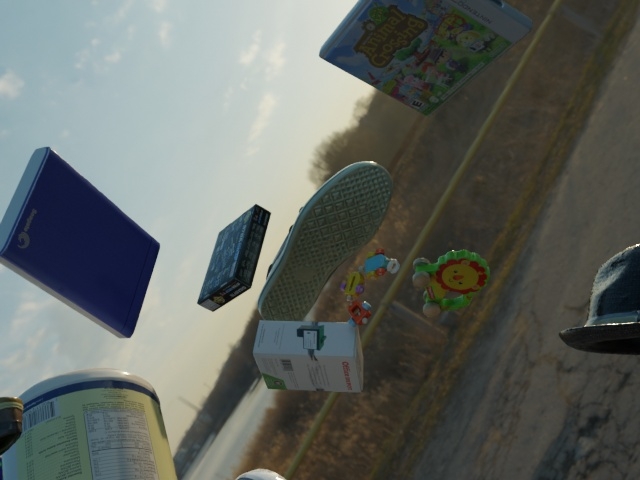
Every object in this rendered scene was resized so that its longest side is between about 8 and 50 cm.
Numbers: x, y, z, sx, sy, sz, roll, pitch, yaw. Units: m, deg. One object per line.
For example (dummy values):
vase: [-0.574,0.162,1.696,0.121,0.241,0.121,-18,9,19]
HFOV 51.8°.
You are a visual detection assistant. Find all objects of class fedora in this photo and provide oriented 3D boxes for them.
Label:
fedora: [0.538,0.089,1.013,0.334,0.334,0.152,120,154,-73]

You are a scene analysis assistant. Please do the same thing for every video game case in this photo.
video game case: [0.130,-0.264,0.866,0.212,0.194,0.023,-37,35,53]

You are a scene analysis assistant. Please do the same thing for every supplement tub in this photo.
supplement tub: [-0.318,0.372,0.932,0.235,0.236,0.324,-58,42,32]

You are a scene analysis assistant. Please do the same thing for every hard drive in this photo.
hard drive: [-0.416,0.014,1.171,0.318,0.040,0.210,52,-141,-50]

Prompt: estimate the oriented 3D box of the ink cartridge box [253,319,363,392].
ink cartridge box: [-0.020,0.254,1.438,0.160,0.220,0.092,79,-165,-49]

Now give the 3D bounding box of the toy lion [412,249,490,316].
toy lion: [0.173,0.054,0.858,0.034,0.096,0.100,-79,-25,-45]

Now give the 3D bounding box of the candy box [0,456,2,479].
candy box: [-0.716,0.594,1.312,0.317,0.122,0.268,-51,-32,-29]

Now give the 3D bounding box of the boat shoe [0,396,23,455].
boat shoe: [-0.378,0.229,0.714,0.152,0.049,0.056,-44,-40,18]

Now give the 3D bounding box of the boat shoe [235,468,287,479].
boat shoe: [-0.023,0.296,0.513,0.084,0.258,0.095,2,-54,-42]

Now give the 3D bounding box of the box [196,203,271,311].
box: [-0.204,0.041,1.557,0.175,0.051,0.220,-33,35,43]

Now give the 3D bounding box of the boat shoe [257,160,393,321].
boat shoe: [0.000,0.000,1.652,0.500,0.187,0.156,-56,15,23]

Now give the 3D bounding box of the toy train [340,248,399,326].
toy train: [0.108,0.101,1.391,0.166,0.046,0.125,-54,39,8]
